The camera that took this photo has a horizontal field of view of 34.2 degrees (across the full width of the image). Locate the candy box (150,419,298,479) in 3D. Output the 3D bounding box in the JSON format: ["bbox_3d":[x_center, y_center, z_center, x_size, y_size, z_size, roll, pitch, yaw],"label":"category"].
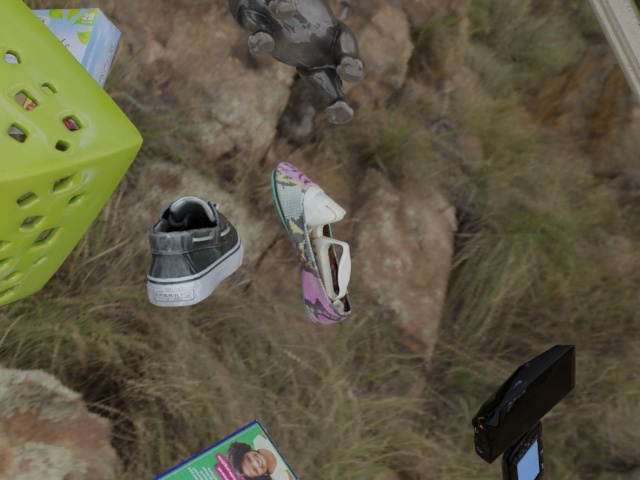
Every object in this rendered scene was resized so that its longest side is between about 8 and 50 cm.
[{"bbox_3d":[-0.222,0.411,1.453,0.122,0.268,0.317,52,31,10],"label":"candy box"}]

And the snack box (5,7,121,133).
[{"bbox_3d":[-0.408,-0.241,1.488,0.070,0.207,0.174,50,50,-59],"label":"snack box"}]

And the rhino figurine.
[{"bbox_3d":[-0.047,-0.217,0.954,0.243,0.073,0.106,41,22,-31],"label":"rhino figurine"}]

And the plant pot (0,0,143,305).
[{"bbox_3d":[-0.325,-0.065,0.855,0.228,0.227,0.207,46,33,6],"label":"plant pot"}]

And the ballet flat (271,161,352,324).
[{"bbox_3d":[0.000,0.000,1.358,0.077,0.079,0.221,-17,95,-54],"label":"ballet flat"}]

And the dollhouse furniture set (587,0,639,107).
[{"bbox_3d":[0.264,-0.075,0.519,0.301,0.151,0.197,60,37,-11],"label":"dollhouse furniture set"}]

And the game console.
[{"bbox_3d":[0.356,0.334,1.784,0.213,0.361,0.044,-36,49,-21],"label":"game console"}]

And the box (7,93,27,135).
[{"bbox_3d":[-0.446,-0.177,1.196,0.201,0.021,0.164,23,36,-16],"label":"box"}]

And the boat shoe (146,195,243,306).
[{"bbox_3d":[-0.177,-0.007,1.507,0.121,0.335,0.119,1,105,0],"label":"boat shoe"}]
